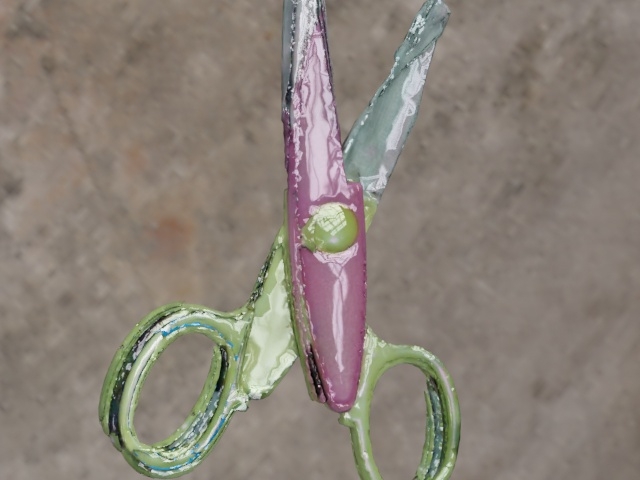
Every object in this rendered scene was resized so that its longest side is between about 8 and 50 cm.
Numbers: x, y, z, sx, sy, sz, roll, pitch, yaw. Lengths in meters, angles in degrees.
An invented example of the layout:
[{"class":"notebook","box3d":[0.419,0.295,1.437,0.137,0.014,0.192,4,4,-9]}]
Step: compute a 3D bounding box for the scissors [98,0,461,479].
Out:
[{"class":"scissors","box3d":[0.000,0.000,0.706,0.133,0.020,0.187,11,93,-16]}]
